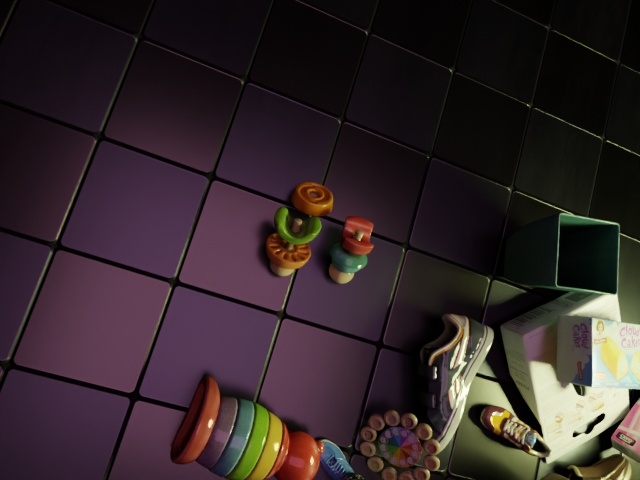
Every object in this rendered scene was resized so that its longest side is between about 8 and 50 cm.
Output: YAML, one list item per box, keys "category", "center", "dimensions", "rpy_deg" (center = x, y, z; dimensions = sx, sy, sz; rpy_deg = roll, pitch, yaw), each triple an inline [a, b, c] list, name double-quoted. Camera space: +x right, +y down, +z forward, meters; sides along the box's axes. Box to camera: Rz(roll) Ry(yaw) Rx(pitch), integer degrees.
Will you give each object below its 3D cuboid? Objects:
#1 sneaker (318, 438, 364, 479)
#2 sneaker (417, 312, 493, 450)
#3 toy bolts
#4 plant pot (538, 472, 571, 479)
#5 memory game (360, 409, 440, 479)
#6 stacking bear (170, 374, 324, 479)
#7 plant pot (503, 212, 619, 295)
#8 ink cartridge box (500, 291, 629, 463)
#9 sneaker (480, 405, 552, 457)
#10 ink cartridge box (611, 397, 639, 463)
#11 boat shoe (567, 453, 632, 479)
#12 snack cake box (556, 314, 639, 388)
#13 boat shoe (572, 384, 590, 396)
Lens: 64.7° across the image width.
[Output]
- category: "sneaker"
  center: [0.046, 0.509, 1.113]
  dimensions: [0.058, 0.084, 0.152]
  rpy_deg: [-34, 93, -16]
- category: "sneaker"
  center: [0.278, 0.322, 1.179]
  dimensions: [0.127, 0.126, 0.321]
  rpy_deg: [27, 79, -5]
- category: "toy bolts"
  center: [0.000, 0.000, 1.158]
  dimensions: [0.229, 0.158, 0.218]
  rpy_deg: [19, 39, -3]
- category: "plant pot"
  center: [0.510, 0.685, 1.103]
  dimensions: [0.323, 0.323, 0.280]
  rpy_deg: [45, 73, -7]
- category: "memory game"
  center: [0.177, 0.468, 1.136]
  dimensions: [0.186, 0.012, 0.186]
  rpy_deg: [4, 101, 19]
- category: "stacking bear"
  center: [-0.135, 0.419, 1.042]
  dimensions: [0.289, 0.164, 0.175]
  rpy_deg: [26, 78, -16]
- category: "plant pot"
  center: [0.562, 0.041, 1.229]
  dimensions: [0.166, 0.234, 0.165]
  rpy_deg: [9, 83, -15]
- category: "ink cartridge box"
  center: [0.649, 0.340, 1.319]
  dimensions: [0.308, 0.091, 0.384]
  rpy_deg: [-21, 107, -17]
- category: "sneaker"
  center: [0.481, 0.466, 1.238]
  dimensions: [0.185, 0.084, 0.069]
  rpy_deg: [32, 77, -10]
- category: "ink cartridge box"
  center: [0.949, 0.442, 1.322]
  dimensions: [0.371, 0.176, 0.069]
  rpy_deg: [-41, 126, -17]
- category: "boat shoe"
  center: [0.669, 0.609, 1.272]
  dimensions: [0.257, 0.095, 0.095]
  rpy_deg: [-31, 87, -16]
- category: "snack cake box"
  center: [0.672, 0.263, 1.186]
  dimensions: [0.264, 0.089, 0.152]
  rpy_deg: [10, 81, -30]
- category: "boat shoe"
  center: [0.614, 0.318, 1.231]
  dimensions: [0.040, 0.049, 0.142]
  rpy_deg: [-20, 98, -11]
